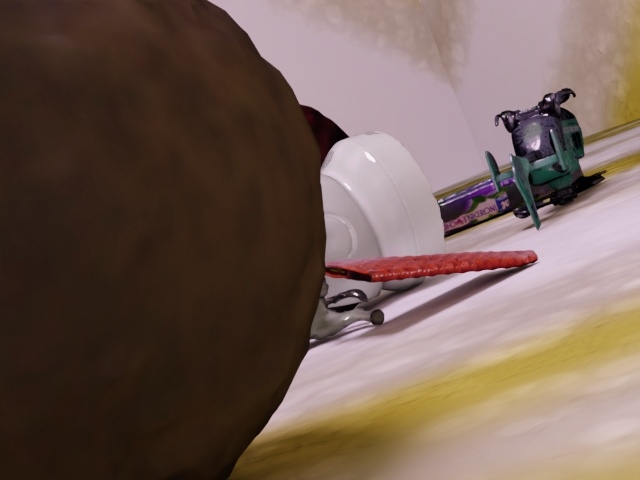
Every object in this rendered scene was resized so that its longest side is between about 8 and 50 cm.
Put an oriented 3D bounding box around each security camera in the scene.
[{"bbox_3d":[0.000,0.000,1.342,0.236,0.195,0.194,-25,3,-22],"label":"security camera"}]

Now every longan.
[{"bbox_3d":[-0.187,-0.002,0.683,0.391,0.391,0.391,-22,2,1],"label":"longan"}]

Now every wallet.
[{"bbox_3d":[0.102,0.024,1.140,0.196,0.020,0.103,-3,2,-31],"label":"wallet"}]

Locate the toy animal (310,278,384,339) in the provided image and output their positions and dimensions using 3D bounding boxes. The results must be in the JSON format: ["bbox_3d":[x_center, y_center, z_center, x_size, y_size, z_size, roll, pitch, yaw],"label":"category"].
[{"bbox_3d":[-0.059,0.089,1.196,0.216,0.074,0.176,-18,2,-16],"label":"toy animal"}]

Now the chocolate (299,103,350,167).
[{"bbox_3d":[-0.091,-0.072,1.968,0.331,0.384,0.383,-16,2,-5],"label":"chocolate"}]

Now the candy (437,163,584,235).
[{"bbox_3d":[0.268,-0.066,1.915,0.312,0.061,0.088,-22,3,5],"label":"candy"}]

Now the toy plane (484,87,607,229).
[{"bbox_3d":[0.302,-0.113,1.596,0.106,0.155,0.381,-20,1,23],"label":"toy plane"}]
